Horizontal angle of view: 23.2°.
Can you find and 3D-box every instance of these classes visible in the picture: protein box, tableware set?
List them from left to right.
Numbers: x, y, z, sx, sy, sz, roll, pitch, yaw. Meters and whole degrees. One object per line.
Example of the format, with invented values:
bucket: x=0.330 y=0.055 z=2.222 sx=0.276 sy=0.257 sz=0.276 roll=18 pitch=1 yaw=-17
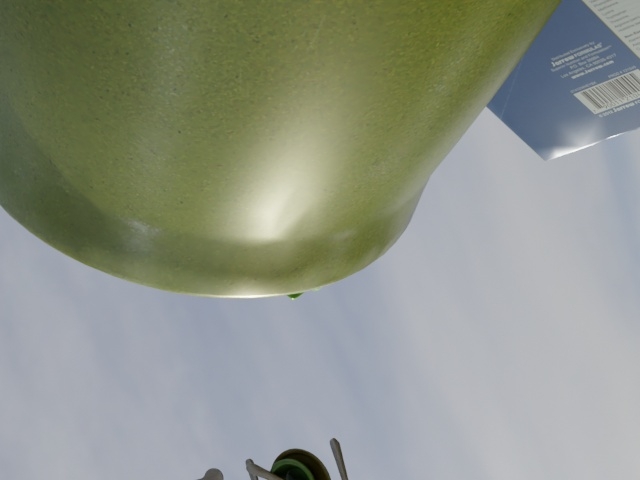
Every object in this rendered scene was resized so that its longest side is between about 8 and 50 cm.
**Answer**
tableware set: x=-0.036 y=0.195 z=1.025 sx=0.024 sy=0.154 sz=0.104 roll=-15 pitch=-94 yaw=-57
protein box: x=0.166 y=-0.183 z=0.972 sx=0.201 sy=0.200 sz=0.136 roll=39 pitch=-127 yaw=-28

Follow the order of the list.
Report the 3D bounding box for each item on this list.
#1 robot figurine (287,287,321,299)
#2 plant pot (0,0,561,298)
robot figurine: x=0.000 y=0.000 z=1.429 sx=0.101 sy=0.115 sz=0.067 roll=51 pitch=173 yaw=-36
plant pot: x=-0.028 y=-0.176 z=0.689 sx=0.366 sy=0.366 sz=0.353 roll=-73 pitch=0 yaw=-50
